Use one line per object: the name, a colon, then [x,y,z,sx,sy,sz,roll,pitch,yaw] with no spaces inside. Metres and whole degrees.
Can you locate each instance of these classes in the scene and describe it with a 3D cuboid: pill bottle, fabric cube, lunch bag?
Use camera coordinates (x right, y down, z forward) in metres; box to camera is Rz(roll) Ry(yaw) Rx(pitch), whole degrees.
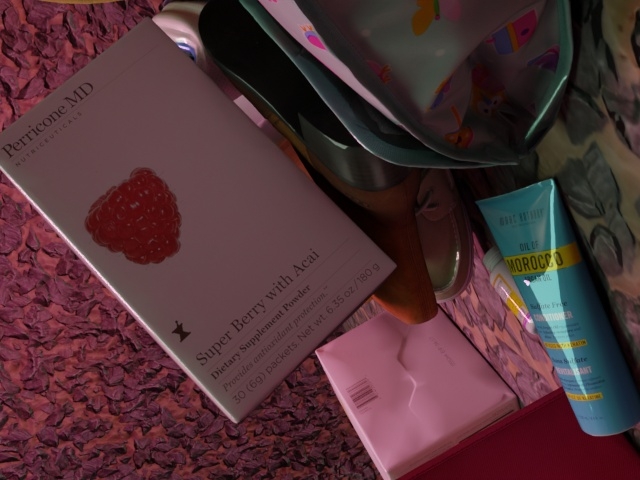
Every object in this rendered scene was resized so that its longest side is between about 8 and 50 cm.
pill bottle: [0.181,0.041,0.653,0.083,0.043,0.043,58,173,36]
fabric cube: [0.217,0.342,0.702,0.258,0.254,0.259,57,173,37]
lunch bag: [0.032,-0.170,0.438,0.223,0.160,0.262,54,-171,33]

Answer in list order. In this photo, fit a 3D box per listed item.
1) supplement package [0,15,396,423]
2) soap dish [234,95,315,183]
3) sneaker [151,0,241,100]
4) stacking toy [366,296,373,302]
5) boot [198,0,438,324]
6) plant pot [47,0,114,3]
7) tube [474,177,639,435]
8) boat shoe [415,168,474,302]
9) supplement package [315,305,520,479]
supplement package: [-0.108,-0.007,0.642,0.293,0.177,0.175,45,168,6]
soap dish: [-0.036,-0.141,0.897,0.118,0.229,0.291,46,180,-21]
sneaker: [-0.115,-0.276,0.794,0.323,0.236,0.130,56,172,37]
stacking toy: [0.000,0.000,1.076,0.351,0.350,0.480,64,159,-15]
boot: [0.010,-0.077,0.670,0.264,0.096,0.280,40,165,31]
plant pot: [-0.230,-0.460,0.647,0.353,0.366,0.366,-108,-3,-45]
tube: [0.194,0.053,0.581,0.080,0.052,0.207,-18,100,51]
boat shoe: [0.077,-0.061,0.723,0.094,0.109,0.302,-89,-23,-70]
supplement package: [0.146,0.239,1.088,0.262,0.204,0.145,53,170,53]
